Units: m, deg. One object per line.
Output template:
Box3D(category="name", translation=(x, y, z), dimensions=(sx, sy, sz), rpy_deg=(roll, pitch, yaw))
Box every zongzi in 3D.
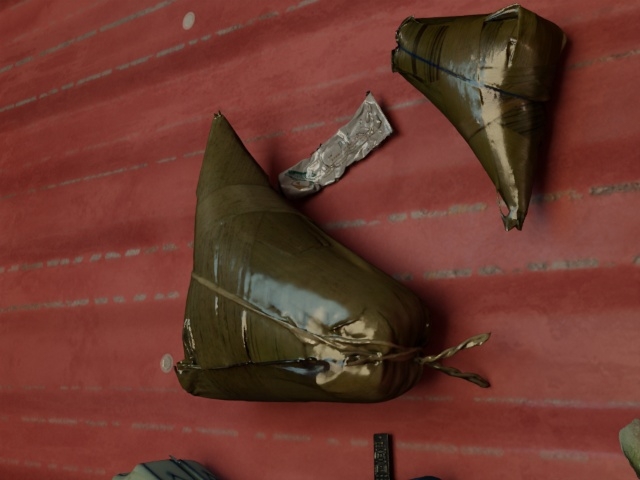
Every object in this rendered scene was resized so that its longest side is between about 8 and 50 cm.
Box3D(category="zongzi", translation=(-0.016, -0.001, 1.311), dimensions=(0.499, 0.218, 0.467), rpy_deg=(-7, 86, 44))
Box3D(category="zongzi", translation=(0.194, -0.167, 1.260), dimensions=(0.260, 0.123, 0.289), rpy_deg=(10, 92, 47))

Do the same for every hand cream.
Box3D(category="hand cream", translation=(0.010, -0.131, 1.462), dimensions=(0.257, 0.050, 0.084), rpy_deg=(-36, 63, 28))

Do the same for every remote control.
Box3D(category="remote control", translation=(0.091, 0.323, 1.314), dimensions=(0.034, 0.016, 0.091), rpy_deg=(-15, 71, 45))

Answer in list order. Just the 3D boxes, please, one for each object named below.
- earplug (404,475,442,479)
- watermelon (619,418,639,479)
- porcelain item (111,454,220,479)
Box3D(category="earplug", translation=(0.052, 0.404, 1.264), dimensions=(0.273, 0.132, 0.133), rpy_deg=(-20, 68, 42))
Box3D(category="watermelon", translation=(0.411, 0.266, 1.009), dimensions=(0.094, 0.081, 0.180), rpy_deg=(-34, 75, 14))
Box3D(category="porcelain item", translation=(-0.233, 0.515, 1.470), dimensions=(0.281, 0.157, 0.286), rpy_deg=(23, 98, 44))
